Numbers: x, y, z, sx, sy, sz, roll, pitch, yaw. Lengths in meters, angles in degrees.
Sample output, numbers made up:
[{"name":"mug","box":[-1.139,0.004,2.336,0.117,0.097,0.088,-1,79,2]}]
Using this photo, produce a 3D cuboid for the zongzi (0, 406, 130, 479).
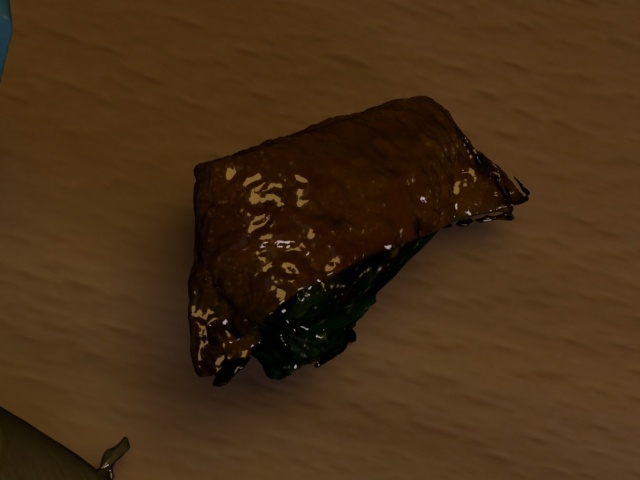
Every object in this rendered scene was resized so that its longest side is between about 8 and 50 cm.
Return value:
[{"name":"zongzi","box":[-0.255,0.113,0.883,0.418,0.447,0.181,11,88,-16]}]

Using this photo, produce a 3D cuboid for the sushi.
[{"name":"sushi","box":[0.000,-0.001,1.171,0.287,0.149,0.140,-22,90,-51]}]

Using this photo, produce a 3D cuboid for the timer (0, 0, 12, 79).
[{"name":"timer","box":[-0.300,-0.062,1.055,0.250,0.232,0.091,-10,70,-19]}]
